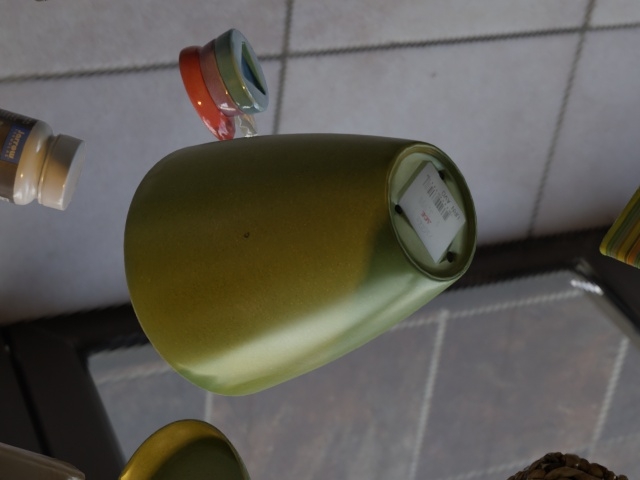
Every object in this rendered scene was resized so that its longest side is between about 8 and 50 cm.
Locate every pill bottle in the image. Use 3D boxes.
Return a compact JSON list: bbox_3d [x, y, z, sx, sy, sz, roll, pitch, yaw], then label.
[{"bbox_3d":[-0.281,-0.076,1.121,0.137,0.078,0.078,16,119,-1],"label":"pill bottle"}]

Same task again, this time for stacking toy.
[{"bbox_3d":[-0.083,-0.164,1.945,0.130,0.309,0.279,-20,170,14],"label":"stacking toy"}]

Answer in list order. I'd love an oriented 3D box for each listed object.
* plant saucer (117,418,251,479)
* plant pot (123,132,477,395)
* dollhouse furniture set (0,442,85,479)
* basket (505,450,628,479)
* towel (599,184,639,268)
[{"bbox_3d":[-0.133,0.294,1.227,0.037,0.241,0.241,22,111,-39],"label":"plant saucer"},{"bbox_3d":[0.000,0.000,1.280,0.293,0.275,0.274,-17,147,42],"label":"plant pot"},{"bbox_3d":[-0.142,0.265,0.503,0.394,0.362,0.256,26,94,-34],"label":"dollhouse furniture set"},{"bbox_3d":[0.166,0.339,0.970,0.223,0.213,0.299,-54,163,-45],"label":"basket"},{"bbox_3d":[0.407,0.011,1.325,0.102,0.237,0.021,-55,134,-7],"label":"towel"}]
